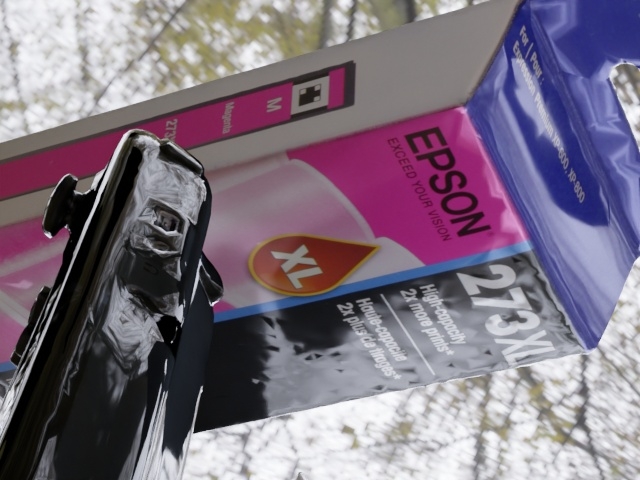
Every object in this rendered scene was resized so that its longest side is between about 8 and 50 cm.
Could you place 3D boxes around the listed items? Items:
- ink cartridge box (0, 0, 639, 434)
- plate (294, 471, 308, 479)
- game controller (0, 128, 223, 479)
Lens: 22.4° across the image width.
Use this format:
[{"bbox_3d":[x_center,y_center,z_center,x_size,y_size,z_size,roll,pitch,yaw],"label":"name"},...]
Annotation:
[{"bbox_3d":[0.000,0.000,0.729,0.371,0.176,0.069,-16,-134,18],"label":"ink cartridge box"},{"bbox_3d":[-0.072,0.324,1.103,0.045,0.278,0.277,25,-120,2],"label":"plate"},{"bbox_3d":[-0.086,0.091,0.411,0.067,0.319,0.166,31,-67,-11],"label":"game controller"}]
